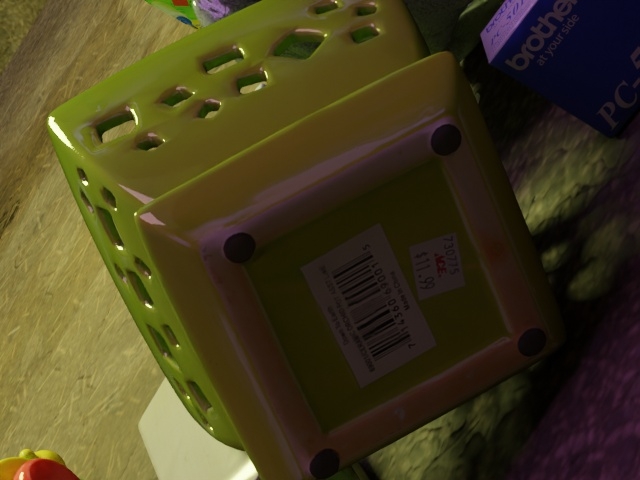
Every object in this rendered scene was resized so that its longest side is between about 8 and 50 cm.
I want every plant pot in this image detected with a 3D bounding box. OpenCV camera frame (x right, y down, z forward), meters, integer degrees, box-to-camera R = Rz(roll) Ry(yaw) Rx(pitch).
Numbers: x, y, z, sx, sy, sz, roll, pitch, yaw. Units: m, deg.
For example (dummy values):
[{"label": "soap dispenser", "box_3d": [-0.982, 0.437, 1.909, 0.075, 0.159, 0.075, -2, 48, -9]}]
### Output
[{"label": "plant pot", "box_3d": [0.000, 0.000, 1.128, 0.227, 0.228, 0.207, -28, 26, -8]}]

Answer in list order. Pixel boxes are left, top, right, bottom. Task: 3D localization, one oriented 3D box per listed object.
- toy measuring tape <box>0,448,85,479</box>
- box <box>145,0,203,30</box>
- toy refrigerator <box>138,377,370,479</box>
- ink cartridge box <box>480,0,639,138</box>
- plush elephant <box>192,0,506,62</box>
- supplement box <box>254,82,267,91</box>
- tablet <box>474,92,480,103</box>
[{"label": "toy measuring tape", "box_3d": [-0.258, 0.280, 1.666, 0.121, 0.121, 0.330, -52, 20, 24]}, {"label": "box", "box_3d": [-0.055, -0.305, 1.723, 0.290, 0.279, 0.177, -19, 45, 63]}, {"label": "toy refrigerator", "box_3d": [-0.039, 0.150, 1.294, 0.094, 0.102, 0.269, -59, 18, 6]}, {"label": "ink cartridge box", "box_3d": [0.194, -0.169, 1.151, 0.207, 0.097, 0.046, -52, 20, 23]}, {"label": "plush elephant", "box_3d": [0.021, -0.156, 1.369, 0.272, 0.330, 0.255, -52, -9, -36]}, {"label": "supplement box", "box_3d": [-0.038, 0.001, 1.494, 0.111, 0.114, 0.220, -49, 23, 34]}, {"label": "tablet", "box_3d": [0.088, -0.071, 1.435, 0.083, 0.006, 0.054, -37, 30, 52]}]
